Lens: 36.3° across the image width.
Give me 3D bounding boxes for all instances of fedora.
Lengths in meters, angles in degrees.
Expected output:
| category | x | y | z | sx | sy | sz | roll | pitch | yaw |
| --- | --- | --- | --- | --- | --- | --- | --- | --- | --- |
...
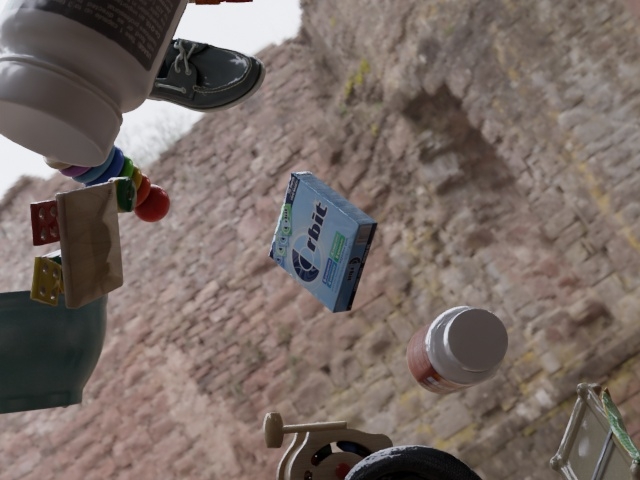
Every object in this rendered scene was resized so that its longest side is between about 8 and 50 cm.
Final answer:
| category | x | y | z | sx | sy | sz | roll | pitch | yaw |
| --- | --- | --- | --- | --- | --- | --- | --- | --- | --- |
| fedora | 0.177 | 0.485 | 1.587 | 0.334 | 0.334 | 0.152 | -39 | -10 | 19 |

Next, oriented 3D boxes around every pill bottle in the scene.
| category | x | y | z | sx | sy | sz | roll | pitch | yaw |
| --- | --- | --- | --- | --- | --- | --- | --- | --- | --- |
| pill bottle | 0.212 | 0.168 | 1.502 | 0.121 | 0.121 | 0.216 | -29 | -9 | -13 |
| pill bottle | -0.287 | -0.291 | 1.247 | 0.204 | 0.204 | 0.361 | 85 | -157 | -70 |

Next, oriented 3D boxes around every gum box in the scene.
| category | x | y | z | sx | sy | sz | roll | pitch | yaw |
| --- | --- | --- | --- | --- | --- | --- | --- | --- | --- |
| gum box | 0.000 | 0.000 | 1.541 | 0.041 | 0.184 | 0.157 | -4 | -59 | -38 |

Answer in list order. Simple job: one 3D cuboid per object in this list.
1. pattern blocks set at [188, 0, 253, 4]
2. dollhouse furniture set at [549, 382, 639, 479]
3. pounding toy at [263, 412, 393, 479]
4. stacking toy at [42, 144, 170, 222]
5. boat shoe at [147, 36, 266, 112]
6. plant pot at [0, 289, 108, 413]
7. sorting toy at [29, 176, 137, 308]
| category | x | y | z | sx | sy | sz | roll | pitch | yaw |
| --- | --- | --- | --- | --- | --- | --- | --- | --- | --- |
| pattern blocks set | -0.302 | -0.453 | 1.807 | 0.285 | 0.026 | 0.325 | 7 | 17 | 21 |
| dollhouse furniture set | 0.413 | 0.365 | 1.339 | 0.151 | 0.197 | 0.301 | 6 | -64 | -13 |
| pounding toy | 0.020 | 0.402 | 1.725 | 0.270 | 0.154 | 0.155 | 14 | -17 | -18 |
| stacking toy | -0.464 | -0.141 | 2.200 | 0.141 | 0.141 | 0.330 | -36 | -45 | 10 |
| boat shoe | -0.245 | -0.301 | 1.719 | 0.099 | 0.319 | 0.116 | 39 | -115 | -54 |
| plant pot | -0.504 | 0.195 | 1.671 | 0.293 | 0.196 | 0.293 | -6 | -7 | -1 |
| sorting toy | -0.288 | 0.004 | 1.149 | 0.046 | 0.132 | 0.274 | -1 | 9 | 13 |
